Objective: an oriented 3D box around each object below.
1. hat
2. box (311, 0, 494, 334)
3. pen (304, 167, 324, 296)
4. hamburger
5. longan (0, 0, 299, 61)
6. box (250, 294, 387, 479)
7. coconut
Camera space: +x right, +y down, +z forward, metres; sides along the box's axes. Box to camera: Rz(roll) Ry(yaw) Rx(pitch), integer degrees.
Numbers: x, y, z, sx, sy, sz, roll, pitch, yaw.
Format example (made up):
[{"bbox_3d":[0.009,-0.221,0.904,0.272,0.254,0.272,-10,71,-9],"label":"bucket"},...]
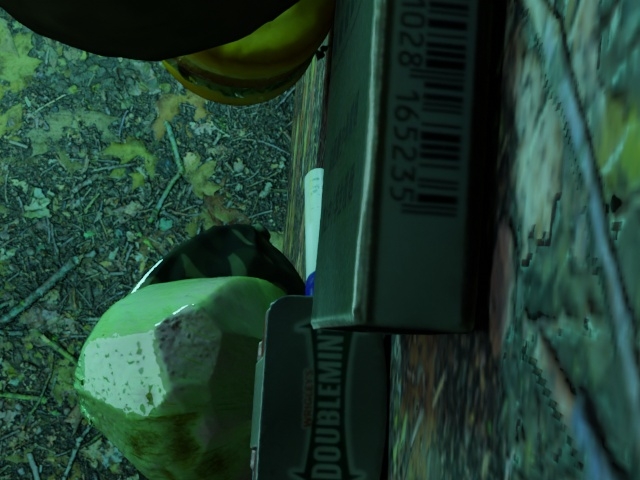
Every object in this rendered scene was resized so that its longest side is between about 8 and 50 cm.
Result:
[{"bbox_3d":[-0.072,0.201,1.097,0.382,0.257,0.366,58,-163,12],"label":"hat"},{"bbox_3d":[0.034,-0.124,0.403,0.180,0.047,0.325,128,147,-83],"label":"box"},{"bbox_3d":[0.000,0.001,0.875,0.269,0.033,0.033,-93,9,-61],"label":"pen"},{"bbox_3d":[-0.101,-0.283,1.202,0.170,0.245,0.246,128,147,-67],"label":"hamburger"},{"bbox_3d":[-0.121,-0.326,0.685,0.391,0.390,0.391,-175,90,-86],"label":"longan"},{"bbox_3d":[-0.009,0.123,0.592,0.224,0.068,0.120,102,171,-66],"label":"box"},{"bbox_3d":[-0.092,0.137,0.871,0.204,0.235,0.236,-13,-68,-59],"label":"coconut"}]
